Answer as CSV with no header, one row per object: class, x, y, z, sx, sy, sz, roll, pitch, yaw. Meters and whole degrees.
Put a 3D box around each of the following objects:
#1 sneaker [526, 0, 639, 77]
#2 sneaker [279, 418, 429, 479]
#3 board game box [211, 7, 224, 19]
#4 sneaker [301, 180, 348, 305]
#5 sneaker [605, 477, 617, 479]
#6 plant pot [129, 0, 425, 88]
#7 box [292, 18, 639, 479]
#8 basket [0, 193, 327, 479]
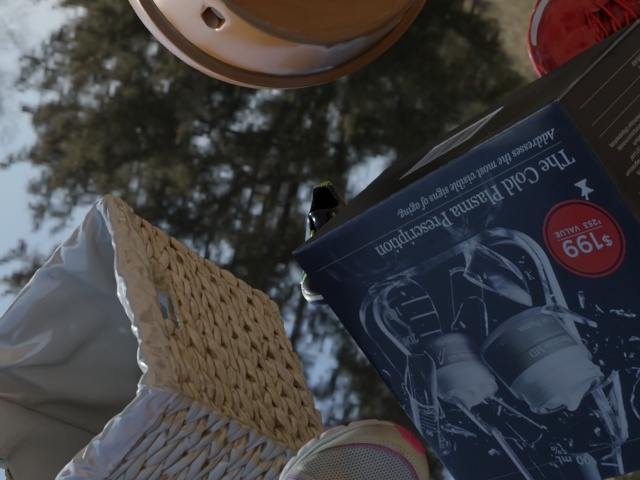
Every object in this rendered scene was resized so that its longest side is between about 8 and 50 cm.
sneaker,0.313,-0.248,1.237,0.128,0.087,0.221,-3,-142,48
sneaker,-0.016,0.235,0.835,0.103,0.252,0.111,41,-175,-7
board game box,-0.093,-0.331,1.601,0.259,0.124,0.039,44,166,17
sneaker,0.000,0.000,1.852,0.084,0.097,0.235,-15,-141,17
sneaker,0.378,0.429,1.559,0.086,0.229,0.132,-21,172,22
plant pot,-0.020,-0.261,0.947,0.290,0.291,0.203,10,-172,-14
box,0.207,0.038,1.052,0.343,0.312,0.179,-30,-172,47
basket,-0.206,0.200,1.272,0.266,0.331,0.328,33,-162,-34
